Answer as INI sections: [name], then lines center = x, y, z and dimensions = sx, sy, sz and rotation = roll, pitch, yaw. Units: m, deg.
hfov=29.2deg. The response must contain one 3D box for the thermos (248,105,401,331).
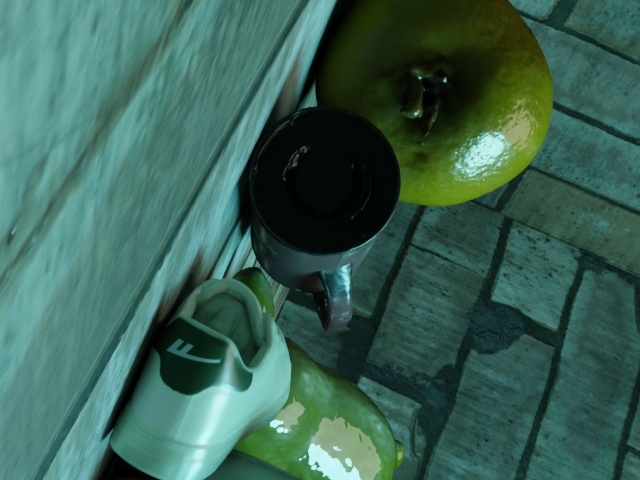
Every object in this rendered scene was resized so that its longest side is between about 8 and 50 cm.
[thermos]
center = 0.004, -0.008, 1.031
dimensions = 0.109, 0.136, 0.330
rotation = -44, 176, -8

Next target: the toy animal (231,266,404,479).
[toy animal]
center = -0.065, 0.163, 1.165
dimensions = 0.363, 0.180, 0.181
rotation = 46, 36, -44

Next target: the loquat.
[loquat]
center = 0.097, -0.133, 1.063
dimensions = 0.208, 0.208, 0.208
rotation = 24, 90, -89

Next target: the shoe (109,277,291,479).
[shoe]
center = -0.061, 0.075, 0.863
dimensions = 0.265, 0.095, 0.110
rotation = -54, 168, -72

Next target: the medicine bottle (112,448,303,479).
[medicine bottle]
center = -0.073, 0.298, 0.897
dimensions = 0.252, 0.252, 0.241
rotation = 111, 4, -68
